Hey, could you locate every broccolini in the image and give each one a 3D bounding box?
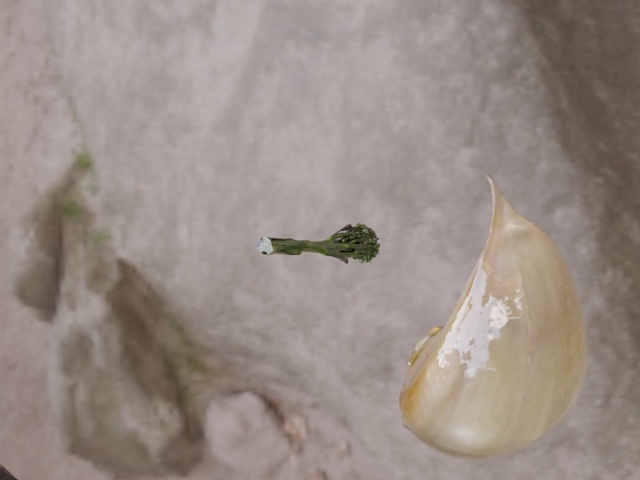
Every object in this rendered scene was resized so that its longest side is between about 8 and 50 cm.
[{"bbox_3d":[0.000,0.000,1.300,0.030,0.140,0.035,15,97,41],"label":"broccolini"}]

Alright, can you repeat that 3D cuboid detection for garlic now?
[{"bbox_3d":[0.135,0.082,1.234,0.245,0.145,0.164,107,151,-48],"label":"garlic"}]

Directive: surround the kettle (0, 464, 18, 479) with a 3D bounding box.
[{"bbox_3d":[-0.272,0.273,0.952,0.207,0.271,0.250,35,157,26],"label":"kettle"}]
